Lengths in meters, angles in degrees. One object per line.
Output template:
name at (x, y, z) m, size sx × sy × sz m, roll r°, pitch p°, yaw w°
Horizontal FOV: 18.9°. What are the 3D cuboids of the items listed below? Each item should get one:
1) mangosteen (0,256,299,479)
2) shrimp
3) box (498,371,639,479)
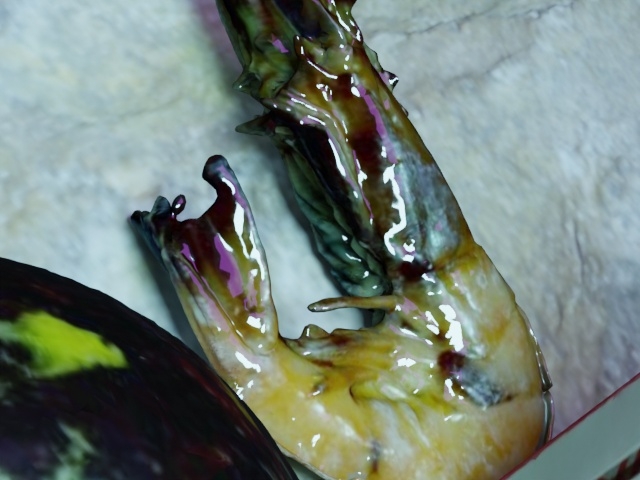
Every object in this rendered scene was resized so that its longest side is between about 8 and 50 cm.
mangosteen at (-0.120, 0.139, 0.494) m, size 0.288 × 0.288 × 0.288 m, roll 23°, pitch 46°, yaw -26°
shrimp at (-0.005, 0.004, 0.851) m, size 0.178 × 0.075 × 0.289 m, roll -27°, pitch 91°, yaw -47°
box at (0.264, 0.194, 0.739) m, size 0.312 × 0.314 × 0.300 m, roll 11°, pitch 50°, yaw -35°
